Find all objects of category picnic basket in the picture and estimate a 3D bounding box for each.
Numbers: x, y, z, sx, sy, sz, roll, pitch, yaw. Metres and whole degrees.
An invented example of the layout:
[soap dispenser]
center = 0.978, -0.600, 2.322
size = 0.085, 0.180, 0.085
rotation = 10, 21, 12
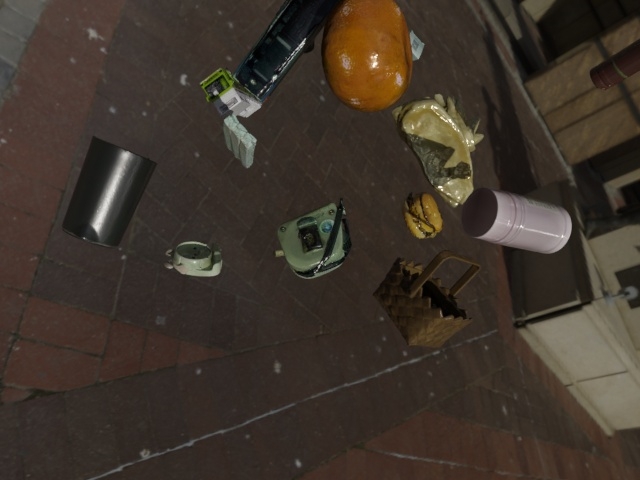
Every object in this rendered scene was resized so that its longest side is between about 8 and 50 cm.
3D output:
[picnic basket]
center = 0.371, 0.170, 1.643
size = 0.254, 0.321, 0.291
rotation = 15, 31, -44

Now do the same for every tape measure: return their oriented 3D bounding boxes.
[tape measure]
center = 0.000, 0.000, 1.483
size = 0.115, 0.235, 0.207
rotation = 67, -1, -56

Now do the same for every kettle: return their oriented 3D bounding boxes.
[kettle]
center = -0.688, -0.155, 1.573
size = 0.203, 0.262, 0.308
rotation = 22, 92, -42

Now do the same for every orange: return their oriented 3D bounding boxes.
[orange]
center = 0.093, -0.374, 0.997
size = 0.240, 0.171, 0.240
rotation = -4, 90, -68

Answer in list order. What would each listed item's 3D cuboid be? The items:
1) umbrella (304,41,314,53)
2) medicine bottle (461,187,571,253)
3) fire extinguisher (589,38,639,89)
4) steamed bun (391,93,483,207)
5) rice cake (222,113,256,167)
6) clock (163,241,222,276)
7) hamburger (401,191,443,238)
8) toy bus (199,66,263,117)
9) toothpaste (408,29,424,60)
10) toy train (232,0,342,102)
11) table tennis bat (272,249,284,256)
[umbrella]
center = -0.046, -0.625, 1.319
size = 0.326, 0.090, 0.094
rotation = 85, 11, -75
[medicine bottle]
center = 0.486, -0.047, 1.222
size = 0.249, 0.133, 0.134
rotation = 9, 59, -26
[fire extinguisher]
center = 0.501, -0.292, 0.753
size = 0.078, 0.157, 0.045
rotation = -34, 90, -36
[steamed bun]
center = 0.437, -0.350, 1.705
size = 0.428, 0.247, 0.189
rotation = 48, 27, -25
[rice cake]
center = -0.242, -0.289, 1.471
size = 0.038, 0.211, 0.124
rotation = -41, 85, -14
[clock]
center = -0.438, 0.059, 1.696
size = 0.190, 0.062, 0.151
rotation = 4, 30, -17
[hamburger]
center = 0.406, -0.094, 1.958
size = 0.191, 0.117, 0.182
rotation = 28, 51, -39
[toy bus]
center = -0.298, -0.504, 1.726
size = 0.139, 0.113, 0.301
rotation = 59, 14, -1
[toothpaste]
center = 0.218, -0.664, 1.770
size = 0.081, 0.336, 0.067
rotation = 30, 77, -35
[toy train]
center = -0.029, -0.481, 1.044
size = 0.086, 0.409, 0.089
rotation = 40, 13, -4
[table tennis bat]
center = -0.126, 0.050, 2.199
size = 0.234, 0.022, 0.131
rotation = -8, 98, -52
